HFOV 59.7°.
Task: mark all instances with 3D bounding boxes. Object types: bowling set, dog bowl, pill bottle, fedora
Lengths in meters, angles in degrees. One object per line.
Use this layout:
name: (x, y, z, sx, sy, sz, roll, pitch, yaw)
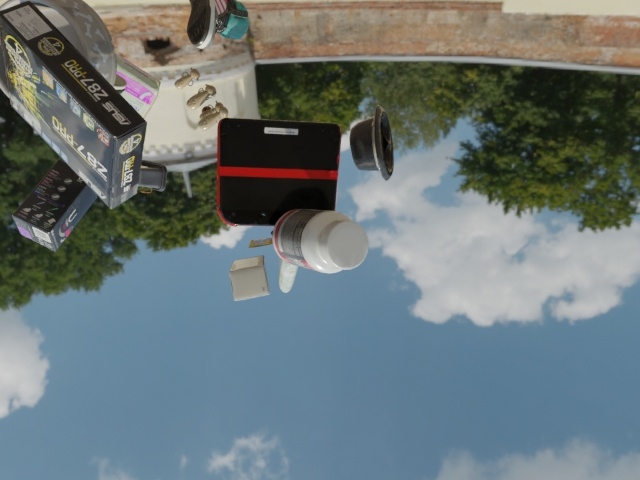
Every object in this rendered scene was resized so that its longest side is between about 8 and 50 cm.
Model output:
bowling set: (-0.521, -0.649, 2.573, 0.154, 0.287, 0.200, -30, -178, 12)
dog bowl: (-0.741, -0.500, 1.517, 0.349, 0.348, 0.102, 3, -160, 10)
pill bottle: (0.000, 0.000, 1.594, 0.176, 0.176, 0.318, -17, -168, -25)
fedora: (0.216, -0.412, 2.408, 0.153, 0.334, 0.334, -6, -155, 19)

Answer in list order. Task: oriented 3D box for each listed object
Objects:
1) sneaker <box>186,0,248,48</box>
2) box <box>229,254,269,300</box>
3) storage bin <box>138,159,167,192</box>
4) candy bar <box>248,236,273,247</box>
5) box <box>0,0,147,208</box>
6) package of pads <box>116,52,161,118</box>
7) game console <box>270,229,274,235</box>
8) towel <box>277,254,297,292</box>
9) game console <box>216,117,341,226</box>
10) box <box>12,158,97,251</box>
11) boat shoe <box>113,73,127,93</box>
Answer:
sneaker: (-0.298, -0.645, 1.655, 0.178, 0.124, 0.295, 24, -133, -40)
box: (-0.287, 0.149, 2.286, 0.148, 0.121, 0.311, -10, -174, -6)
storage bin: (-0.568, -0.201, 1.759, 0.135, 0.098, 0.091, 17, -167, 32)
candy bar: (-0.235, 0.006, 2.242, 0.161, 0.018, 0.040, -9, -129, 48)
box: (-0.585, -0.305, 1.320, 0.395, 0.318, 0.097, 46, -122, 3)
package of pads: (-0.723, -0.489, 1.959, 0.229, 0.296, 0.101, 30, -157, -26)
game console: (-0.090, -0.029, 2.100, 0.124, 0.085, 0.144, -17, -171, 41)
towel: (-0.146, 0.006, 2.535, 0.090, 0.320, 0.374, 0, -119, -7)
game console: (-0.131, -0.206, 1.761, 0.387, 0.341, 0.060, 1, -167, -10)
box: (-0.946, -0.126, 2.004, 0.143, 0.165, 0.270, 27, -119, -3)
boat shoe: (-0.768, -0.474, 1.697, 0.340, 0.113, 0.127, 7, -146, -14)
